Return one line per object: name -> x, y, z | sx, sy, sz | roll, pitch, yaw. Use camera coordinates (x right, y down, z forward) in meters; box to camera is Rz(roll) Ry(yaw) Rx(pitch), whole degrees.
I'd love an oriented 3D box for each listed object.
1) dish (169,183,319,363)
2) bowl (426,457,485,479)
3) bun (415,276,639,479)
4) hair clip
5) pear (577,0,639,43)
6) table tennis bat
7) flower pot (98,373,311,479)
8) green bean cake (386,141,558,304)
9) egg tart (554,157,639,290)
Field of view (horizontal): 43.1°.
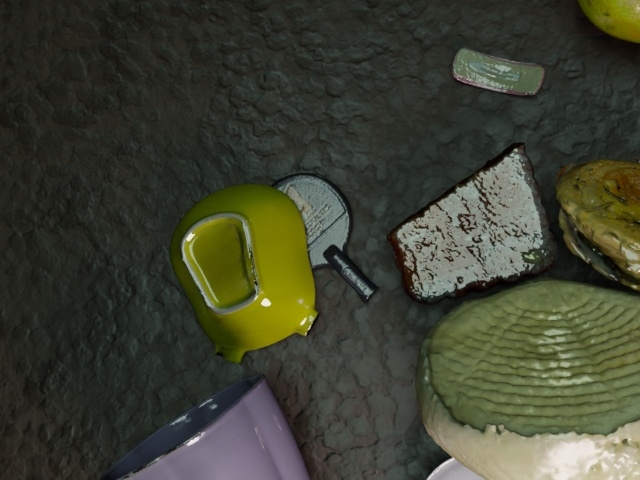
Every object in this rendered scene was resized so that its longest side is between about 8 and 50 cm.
dish -> -0.127, 0.042, 1.199 | 0.221, 0.108, 0.262 | -21, 81, 13
bowl -> 0.227, 0.383, 1.123 | 0.189, 0.086, 0.189 | -1, 83, 10
bun -> 0.304, 0.207, 1.031 | 0.364, 0.364, 0.202 | -8, 115, 7
hair clip -> 0.269, -0.255, 1.234 | 0.137, 0.022, 0.054 | 15, 84, 10
pear -> 0.462, -0.367, 1.143 | 0.187, 0.187, 0.220 | -34, 84, 3
table tennis bat -> 0.000, 0.000, 1.241 | 0.150, 0.027, 0.236 | -43, 77, 2
flower pot -> -0.132, 0.354, 1.108 | 0.265, 0.265, 0.243 | -30, 90, 4
green bean cake -> 0.212, -0.018, 1.173 | 0.232, 0.097, 0.198 | -20, 81, 5
egg tart -> 0.445, -0.007, 1.092 | 0.297, 0.297, 0.132 | 23, 128, 11
